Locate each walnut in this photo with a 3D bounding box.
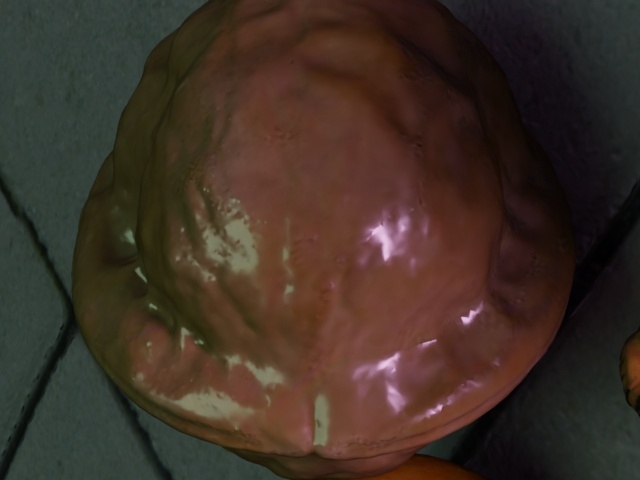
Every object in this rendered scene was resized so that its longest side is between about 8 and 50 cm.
[{"bbox_3d":[-0.001,-0.014,1.276,0.383,0.383,0.384,9,101,52],"label":"walnut"}]

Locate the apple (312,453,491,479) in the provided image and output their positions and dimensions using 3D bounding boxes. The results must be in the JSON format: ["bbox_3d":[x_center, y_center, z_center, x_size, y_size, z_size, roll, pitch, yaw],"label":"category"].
[{"bbox_3d":[0.051,0.310,1.326,0.299,0.275,0.299,16,112,47],"label":"apple"}]

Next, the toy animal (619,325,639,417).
[{"bbox_3d":[0.260,0.153,1.173,0.116,0.114,0.255,-178,72,-74],"label":"toy animal"}]
